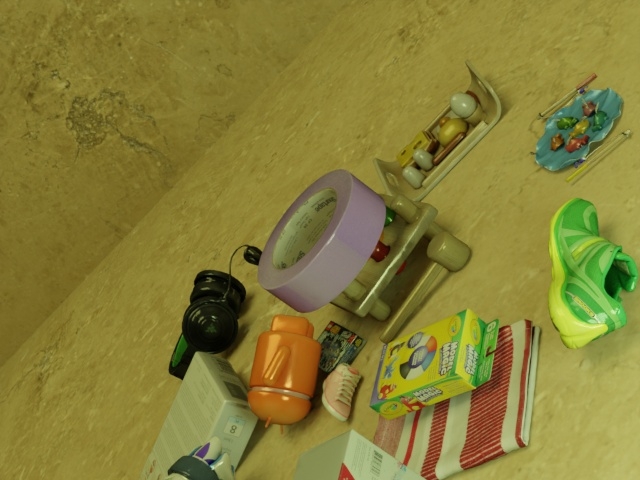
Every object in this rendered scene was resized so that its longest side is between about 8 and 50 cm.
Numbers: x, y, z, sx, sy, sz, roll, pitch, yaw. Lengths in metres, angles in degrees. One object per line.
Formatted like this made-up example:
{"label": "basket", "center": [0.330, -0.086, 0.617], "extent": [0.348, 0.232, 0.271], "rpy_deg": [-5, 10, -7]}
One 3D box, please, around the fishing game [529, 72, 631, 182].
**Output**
{"label": "fishing game", "center": [0.448, -0.204, 1.956], "extent": [0.189, 0.041, 0.264], "rpy_deg": [-38, 25, 23]}

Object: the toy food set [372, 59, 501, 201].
{"label": "toy food set", "center": [0.238, -0.234, 2.337], "extent": [0.306, 0.092, 0.219], "rpy_deg": [-45, 23, 13]}

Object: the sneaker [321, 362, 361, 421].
{"label": "sneaker", "center": [0.041, 0.267, 1.996], "extent": [0.070, 0.051, 0.134], "rpy_deg": [-51, 17, 16]}

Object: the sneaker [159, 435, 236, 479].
{"label": "sneaker", "center": [-0.273, 0.445, 1.991], "extent": [0.130, 0.323, 0.236], "rpy_deg": [13, 70, 38]}

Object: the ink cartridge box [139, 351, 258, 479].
{"label": "ink cartridge box", "center": [-0.268, 0.458, 2.308], "extent": [0.384, 0.091, 0.308], "rpy_deg": [-67, 22, 6]}

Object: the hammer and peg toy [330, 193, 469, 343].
{"label": "hammer and peg toy", "center": [0.113, 0.034, 2.115], "extent": [0.266, 0.127, 0.361], "rpy_deg": [-54, 22, -6]}

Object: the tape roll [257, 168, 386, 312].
{"label": "tape roll", "center": [0.000, 0.000, 2.104], "extent": [0.275, 0.090, 0.274], "rpy_deg": [-42, 25, 25]}

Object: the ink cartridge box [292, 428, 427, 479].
{"label": "ink cartridge box", "center": [0.058, 0.387, 1.613], "extent": [0.127, 0.176, 0.128], "rpy_deg": [-35, 26, 40]}

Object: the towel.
{"label": "towel", "center": [0.197, 0.268, 1.715], "extent": [0.329, 0.037, 0.237], "rpy_deg": [-32, 30, 39]}

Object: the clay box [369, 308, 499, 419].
{"label": "clay box", "center": [0.180, 0.193, 1.743], "extent": [0.222, 0.053, 0.127], "rpy_deg": [-31, 32, 41]}

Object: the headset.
{"label": "headset", "center": [-0.227, 0.174, 2.610], "extent": [0.394, 0.185, 0.243], "rpy_deg": [-57, 13, 28]}

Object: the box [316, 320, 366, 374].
{"label": "box", "center": [0.027, 0.212, 2.141], "extent": [0.094, 0.027, 0.137], "rpy_deg": [-53, 22, -7]}

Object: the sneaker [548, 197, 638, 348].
{"label": "sneaker", "center": [0.400, 0.045, 1.610], "extent": [0.124, 0.109, 0.295], "rpy_deg": [-14, 35, 21]}

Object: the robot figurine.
{"label": "robot figurine", "center": [-0.070, 0.253, 2.093], "extent": [0.158, 0.128, 0.219], "rpy_deg": [-23, 55, 63]}
